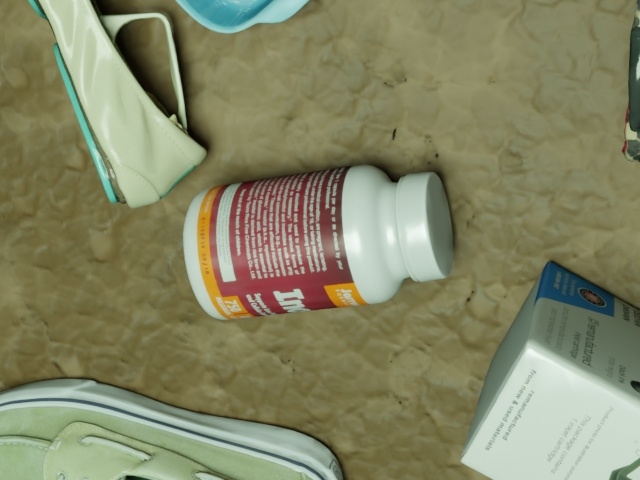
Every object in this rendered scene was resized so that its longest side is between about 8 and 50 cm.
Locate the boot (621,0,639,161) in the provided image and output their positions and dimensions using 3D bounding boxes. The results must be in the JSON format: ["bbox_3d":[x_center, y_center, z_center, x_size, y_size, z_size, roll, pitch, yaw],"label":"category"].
[{"bbox_3d":[0.298,-0.053,0.588,0.284,0.138,0.378,3,104,14],"label":"boot"}]

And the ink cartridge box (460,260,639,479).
[{"bbox_3d":[0.195,0.112,0.667,0.203,0.148,0.086,28,111,5],"label":"ink cartridge box"}]

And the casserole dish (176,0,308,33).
[{"bbox_3d":[-0.068,-0.213,0.700,0.114,0.037,0.188,-39,93,24],"label":"casserole dish"}]

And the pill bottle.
[{"bbox_3d":[0.000,0.000,0.721,0.152,0.086,0.086,-8,105,19],"label":"pill bottle"}]

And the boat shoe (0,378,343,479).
[{"bbox_3d":[-0.136,0.165,0.810,0.302,0.094,0.109,3,108,15],"label":"boat shoe"}]

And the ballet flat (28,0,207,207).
[{"bbox_3d":[-0.141,-0.143,0.730,0.086,0.086,0.248,-19,103,21],"label":"ballet flat"}]
